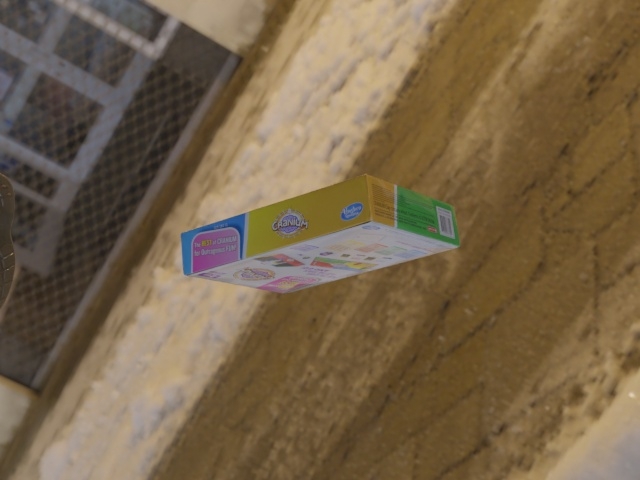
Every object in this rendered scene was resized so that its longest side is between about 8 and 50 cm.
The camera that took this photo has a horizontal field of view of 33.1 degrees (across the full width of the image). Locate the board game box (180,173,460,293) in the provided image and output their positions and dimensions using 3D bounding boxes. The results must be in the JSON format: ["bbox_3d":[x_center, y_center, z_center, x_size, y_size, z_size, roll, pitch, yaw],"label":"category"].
[{"bbox_3d":[0.000,0.000,1.517,0.316,0.242,0.064,-16,73,31],"label":"board game box"}]

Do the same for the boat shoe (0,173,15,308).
[{"bbox_3d":[-0.392,0.011,1.244,0.060,0.064,0.178,-16,68,47],"label":"boat shoe"}]
